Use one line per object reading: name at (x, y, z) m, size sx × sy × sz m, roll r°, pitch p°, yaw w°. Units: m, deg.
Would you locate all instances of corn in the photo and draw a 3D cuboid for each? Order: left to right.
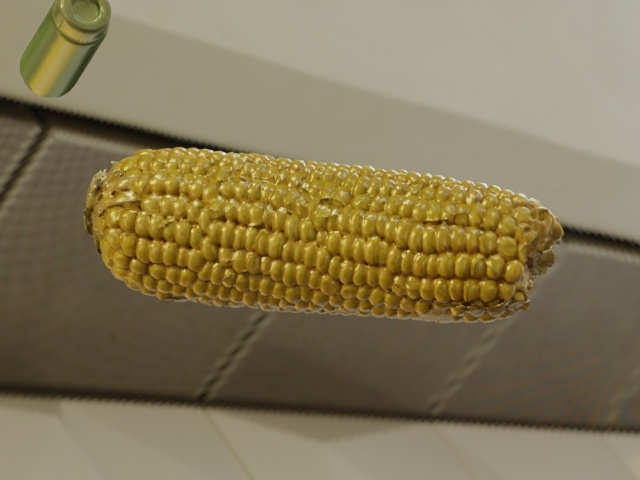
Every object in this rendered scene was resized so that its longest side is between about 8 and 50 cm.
corn at (0.000, 0.000, 1.080) m, size 0.106 × 0.293 × 0.106 m, roll 8°, pitch -90°, yaw -77°

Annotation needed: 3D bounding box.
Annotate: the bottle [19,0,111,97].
bottle at (-0.124, -0.097, 0.863) m, size 0.030 × 0.030 × 0.083 m, roll -21°, pitch -8°, yaw -26°
